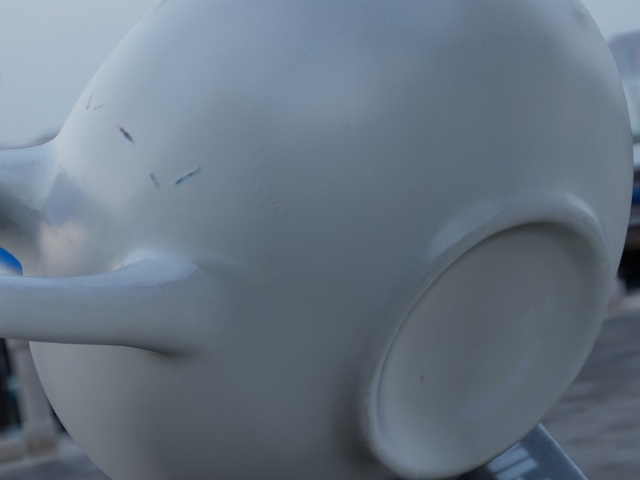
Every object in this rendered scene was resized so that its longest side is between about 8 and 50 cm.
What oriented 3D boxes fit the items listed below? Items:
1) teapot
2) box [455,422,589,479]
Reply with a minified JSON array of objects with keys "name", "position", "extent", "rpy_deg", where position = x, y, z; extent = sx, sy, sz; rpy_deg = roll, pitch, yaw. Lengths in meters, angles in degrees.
[{"name":"teapot","position":[0.000,0.000,0.407],"extent":[0.226,0.145,0.092],"rpy_deg":[-1,27,-43]},{"name":"box","position":[0.040,0.158,0.625],"extent":[0.047,0.180,0.325],"rpy_deg":[-26,-35,-19]}]
